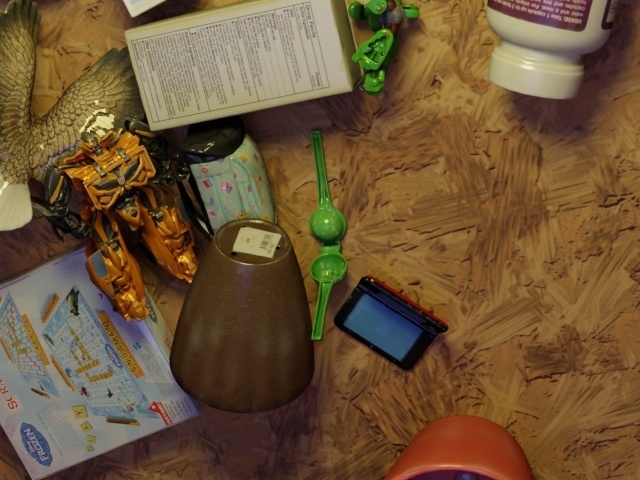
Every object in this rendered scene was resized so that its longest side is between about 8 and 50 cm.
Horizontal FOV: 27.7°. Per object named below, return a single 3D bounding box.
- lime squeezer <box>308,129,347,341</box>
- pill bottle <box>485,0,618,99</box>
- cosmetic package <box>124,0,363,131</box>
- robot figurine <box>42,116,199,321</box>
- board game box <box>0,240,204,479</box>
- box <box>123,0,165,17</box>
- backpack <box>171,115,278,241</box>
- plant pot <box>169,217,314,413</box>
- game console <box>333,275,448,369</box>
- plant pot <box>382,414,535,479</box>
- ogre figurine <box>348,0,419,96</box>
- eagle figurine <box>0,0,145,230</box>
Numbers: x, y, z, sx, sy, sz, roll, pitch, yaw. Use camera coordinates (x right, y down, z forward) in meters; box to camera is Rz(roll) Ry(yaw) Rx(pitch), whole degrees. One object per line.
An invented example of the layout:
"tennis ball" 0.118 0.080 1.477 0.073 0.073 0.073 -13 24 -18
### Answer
"lime squeezer" 0.000 0.000 1.907 0.059 0.110 0.310 -7 76 29
"pill bottle" 0.310 -0.345 1.697 0.169 0.169 0.301 13 109 6
"cosmetic package" -0.103 -0.260 1.820 0.296 0.129 0.153 -9 105 13
"robot figurine" -0.276 -0.033 1.871 0.211 0.085 0.291 -36 132 -22
"board game box" -0.391 0.185 2.049 0.318 0.066 0.318 -23 103 16
"box" -0.257 -0.424 1.795 0.114 0.103 0.203 -28 101 2
"backpack" -0.132 -0.083 1.879 0.115 0.152 0.182 -8 116 18
"plant pot" -0.103 0.090 1.855 0.215 0.215 0.230 12 127 6
"game console" 0.103 0.125 1.934 0.144 0.124 0.085 32 84 -2
"plant pot" 0.208 0.396 1.916 0.275 0.243 0.274 3 108 9
"ogre figurine" 0.083 -0.306 1.777 0.097 0.118 0.197 -14 103 19
"eagle figurine" -0.413 -0.176 1.876 0.225 0.226 0.298 47 116 15
